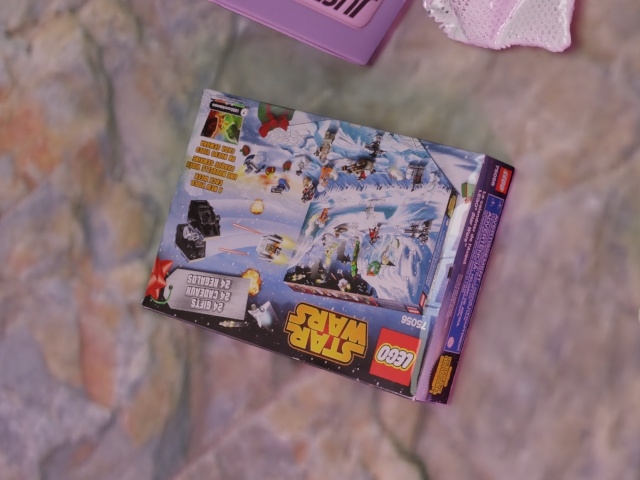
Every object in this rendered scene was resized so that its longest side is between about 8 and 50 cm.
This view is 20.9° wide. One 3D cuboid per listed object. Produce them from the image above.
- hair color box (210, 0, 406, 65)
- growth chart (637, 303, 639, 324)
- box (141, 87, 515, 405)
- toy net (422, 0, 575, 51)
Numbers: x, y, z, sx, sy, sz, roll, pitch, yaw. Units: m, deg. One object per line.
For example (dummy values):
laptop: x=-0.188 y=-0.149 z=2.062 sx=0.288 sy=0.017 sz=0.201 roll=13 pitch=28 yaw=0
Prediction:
hair color box: x=0.028 y=-0.277 z=0.651 sx=0.185 sy=0.113 sz=0.374 roll=41 pitch=104 yaw=33
growth chart: x=0.206 y=0.013 z=0.514 sx=0.237 sy=0.021 sz=0.172 roll=-41 pitch=69 yaw=28
box: x=0.000 y=0.000 z=0.671 sx=0.137 sy=0.027 sz=0.094 roll=17 pitch=90 yaw=35
toy net: x=0.121 y=-0.149 z=0.606 sx=0.232 sy=0.045 sz=0.122 roll=-24 pitch=69 yaw=28
